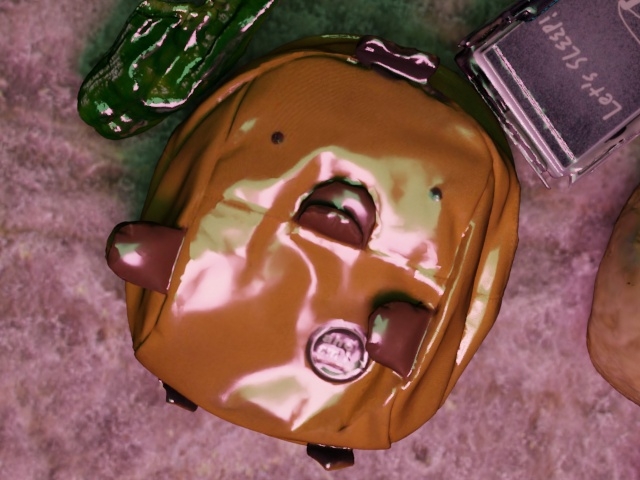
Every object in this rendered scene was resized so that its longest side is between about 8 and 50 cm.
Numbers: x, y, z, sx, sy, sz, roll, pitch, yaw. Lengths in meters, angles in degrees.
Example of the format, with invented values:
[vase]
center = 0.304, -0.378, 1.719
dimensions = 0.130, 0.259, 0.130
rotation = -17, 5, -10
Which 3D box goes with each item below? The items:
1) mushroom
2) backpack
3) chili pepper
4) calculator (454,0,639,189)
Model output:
[mushroom]
center = 0.384, 0.037, 1.757
dimensions = 0.292, 0.217, 0.212
rotation = -56, 140, -1
[backpack]
center = -0.002, -0.002, 1.768
dimensions = 0.353, 0.201, 0.378
rotation = 17, 98, -5
[chili pepper]
center = -0.118, -0.178, 1.755
dimensions = 0.099, 0.083, 0.253
rotation = 29, 123, -25
[calculator]
center = 0.266, -0.182, 1.786
dimensions = 0.274, 0.028, 0.165
rotation = -37, 96, -14
